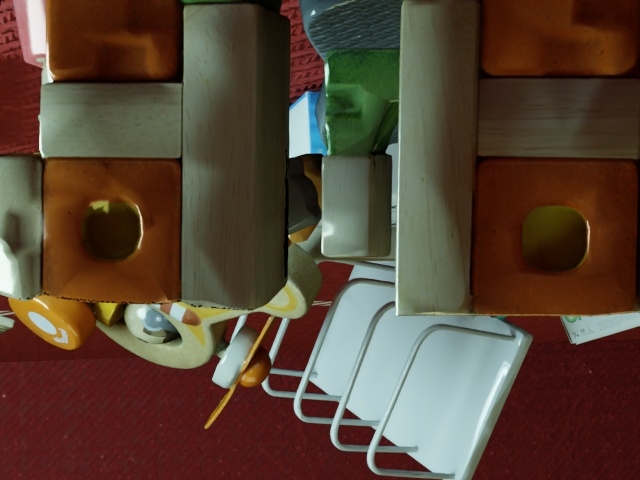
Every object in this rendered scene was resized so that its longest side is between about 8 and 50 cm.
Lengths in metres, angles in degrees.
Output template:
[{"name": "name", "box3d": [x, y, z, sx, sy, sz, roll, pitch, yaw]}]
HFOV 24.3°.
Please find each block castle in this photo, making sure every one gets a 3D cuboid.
[{"name": "block castle", "box3d": [0.034, -0.088, 0.644, 0.453, 0.212, 0.303, 2, -176, 13]}]

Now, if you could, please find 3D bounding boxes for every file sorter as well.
[{"name": "file sorter", "box3d": [0.057, 0.129, 1.688, 0.173, 0.192, 0.278, 11, -165, -44]}]

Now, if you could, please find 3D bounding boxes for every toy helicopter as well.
[{"name": "toy helicopter", "box3d": [-0.106, 0.061, 1.339, 0.235, 0.140, 0.355, 46, 150, -20]}]

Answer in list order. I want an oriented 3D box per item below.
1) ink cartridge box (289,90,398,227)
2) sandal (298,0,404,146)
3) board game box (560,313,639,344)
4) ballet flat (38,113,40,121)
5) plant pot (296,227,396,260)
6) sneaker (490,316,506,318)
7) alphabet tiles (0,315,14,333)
[{"name": "ink cartridge box", "box3d": [0.068, -0.061, 1.178, 0.203, 0.085, 0.148, 0, 171, -16]}, {"name": "sandal", "box3d": [0.039, -0.120, 0.943, 0.097, 0.054, 0.254, -10, 161, 0]}, {"name": "board game box", "box3d": [0.436, 0.029, 1.650, 0.305, 0.053, 0.193, -24, 180, 44]}, {"name": "ballet flat", "box3d": [-0.140, -0.062, 1.158, 0.073, 0.067, 0.206, -8, 170, 32]}, {"name": "plant pot", "box3d": [0.042, -0.031, 1.301, 0.109, 0.096, 0.109, 2, 178, -24]}, {"name": "sneaker", "box3d": [0.234, 0.009, 1.592, 0.178, 0.123, 0.295, -13, 172, -1]}, {"name": "alphabet tiles", "box3d": [-0.501, 0.061, 1.692, 0.285, 0.011, 0.342, 19, 167, -16]}]
